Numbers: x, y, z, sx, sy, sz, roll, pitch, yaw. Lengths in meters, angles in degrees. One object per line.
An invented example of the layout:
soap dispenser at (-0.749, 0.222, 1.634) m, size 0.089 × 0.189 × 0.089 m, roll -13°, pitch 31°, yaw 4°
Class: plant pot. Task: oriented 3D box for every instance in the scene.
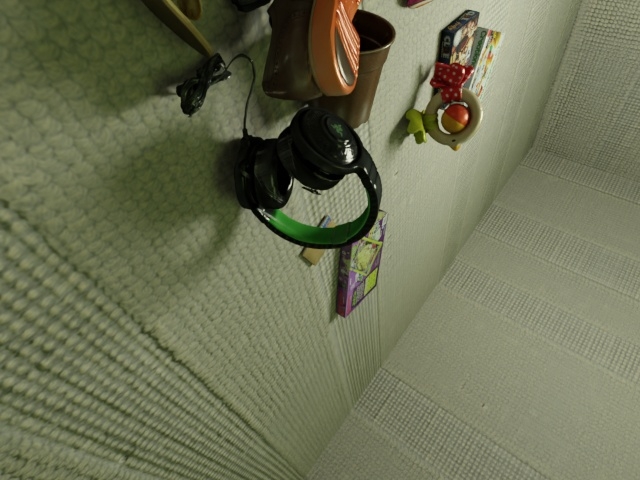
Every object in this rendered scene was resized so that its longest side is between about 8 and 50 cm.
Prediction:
plant pot at (0.042, -0.306, 0.755) m, size 0.167 × 0.167 × 0.165 m, roll -43°, pitch 155°, yaw -31°

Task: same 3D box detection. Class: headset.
headset at (-0.059, -0.116, 0.677) m, size 0.394 × 0.243 × 0.185 m, roll 52°, pitch 37°, yaw -30°

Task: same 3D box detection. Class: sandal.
sandal at (-0.180, -0.305, 0.443) m, size 0.079 × 0.088 × 0.240 m, roll -56°, pitch 148°, yaw 3°

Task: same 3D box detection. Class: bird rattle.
bird rattle at (0.375, -0.381, 1.202) m, size 0.254 × 0.207 × 0.143 m, roll -53°, pitch 172°, yaw 15°

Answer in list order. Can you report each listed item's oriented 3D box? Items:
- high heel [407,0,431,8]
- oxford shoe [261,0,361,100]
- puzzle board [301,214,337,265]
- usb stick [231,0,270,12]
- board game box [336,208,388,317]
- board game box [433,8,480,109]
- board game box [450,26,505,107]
high heel at (0.272, -0.637, 0.951) m, size 0.244 × 0.082 × 0.117 m, roll -38°, pitch 115°, yaw -14°
oxford shoe at (-0.015, -0.365, 0.595) m, size 0.130 × 0.132 × 0.364 m, roll 45°, pitch 47°, yaw -56°
puzzle board at (0.000, 0.000, 1.114) m, size 0.128 × 0.011 × 0.096 m, roll -58°, pitch 151°, yaw -8°
usb stick at (-0.107, -0.433, 0.494) m, size 0.077 × 0.045 × 0.278 m, roll -46°, pitch 149°, yaw -29°
board game box at (0.137, 0.083, 1.388) m, size 0.208 × 0.056 × 0.347 m, roll -43°, pitch 147°, yaw -40°
board game box at (0.419, -0.558, 1.278) m, size 0.165 × 0.042 × 0.243 m, roll -46°, pitch 149°, yaw -28°
board game box at (0.554, -0.587, 1.470) m, size 0.193 × 0.053 × 0.305 m, roll -28°, pitch 138°, yaw -47°
